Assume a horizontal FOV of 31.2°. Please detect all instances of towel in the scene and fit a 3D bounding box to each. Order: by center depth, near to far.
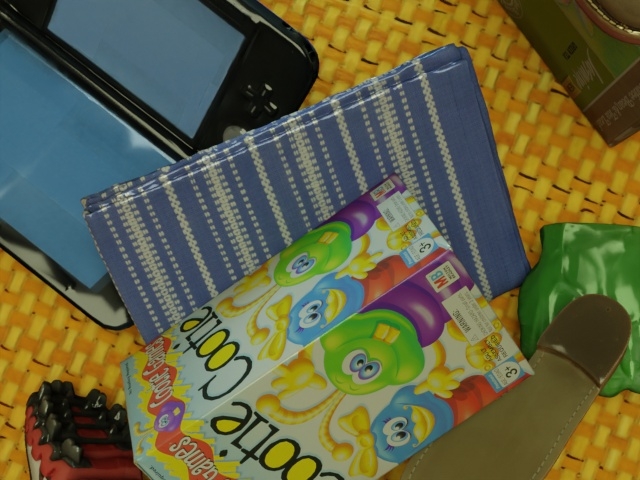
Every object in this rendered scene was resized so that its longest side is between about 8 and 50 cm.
[{"bbox_3d":[0.000,0.000,0.957,0.336,0.040,0.243,-23,119,-2],"label":"towel"}]

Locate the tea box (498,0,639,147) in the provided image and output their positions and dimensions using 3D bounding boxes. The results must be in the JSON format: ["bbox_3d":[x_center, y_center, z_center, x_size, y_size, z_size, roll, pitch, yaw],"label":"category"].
[{"bbox_3d":[0.300,-0.311,0.952,0.329,0.220,0.323,-35,84,-3],"label":"tea box"}]

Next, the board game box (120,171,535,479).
[{"bbox_3d":[-0.001,0.099,0.902,0.275,0.144,0.142,-35,119,4],"label":"board game box"}]

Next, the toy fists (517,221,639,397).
[{"bbox_3d":[0.307,0.070,0.976,0.279,0.096,0.142,5,77,1],"label":"toy fists"}]

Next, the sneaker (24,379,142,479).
[{"bbox_3d":[-0.184,0.225,0.907,0.097,0.276,0.135,11,115,-38],"label":"sneaker"}]

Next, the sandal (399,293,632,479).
[{"bbox_3d":[0.161,0.150,0.915,0.088,0.079,0.240,39,78,25],"label":"sandal"}]

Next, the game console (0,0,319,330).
[{"bbox_3d":[-0.193,-0.120,0.948,0.293,0.250,0.173,37,42,3],"label":"game console"}]

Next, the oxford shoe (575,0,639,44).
[{"bbox_3d":[0.193,-0.308,0.777,0.123,0.130,0.348,-14,85,0],"label":"oxford shoe"}]
